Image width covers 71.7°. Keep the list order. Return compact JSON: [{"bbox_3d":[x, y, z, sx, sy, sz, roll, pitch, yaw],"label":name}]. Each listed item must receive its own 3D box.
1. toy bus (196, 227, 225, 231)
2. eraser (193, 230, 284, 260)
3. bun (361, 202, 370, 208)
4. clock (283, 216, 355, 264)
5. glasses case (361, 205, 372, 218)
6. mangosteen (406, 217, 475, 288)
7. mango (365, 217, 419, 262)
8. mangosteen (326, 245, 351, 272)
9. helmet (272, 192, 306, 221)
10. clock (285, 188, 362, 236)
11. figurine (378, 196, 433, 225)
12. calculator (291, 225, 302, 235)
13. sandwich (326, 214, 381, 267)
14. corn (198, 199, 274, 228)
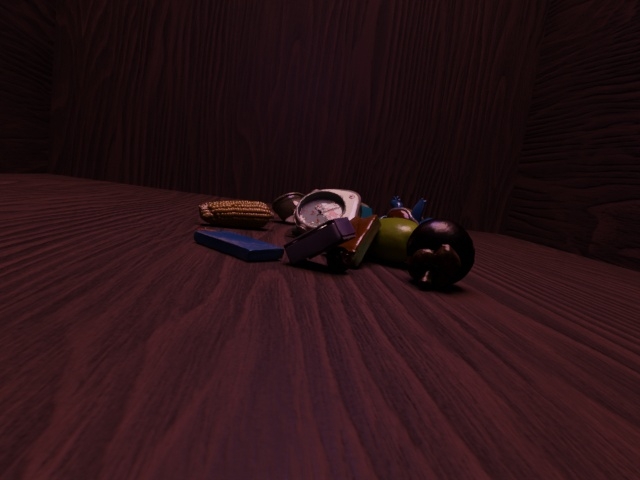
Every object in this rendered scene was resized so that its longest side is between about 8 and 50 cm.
[{"bbox_3d":[-0.402,-0.024,1.635,0.110,0.031,0.043,7,15,-11],"label":"toy bus"},{"bbox_3d":[-0.273,0.014,1.450,0.311,0.043,0.144,15,11,41],"label":"eraser"},{"bbox_3d":[0.183,-0.106,2.399,0.212,0.127,0.203,-31,-29,17],"label":"bun"},{"bbox_3d":[0.001,0.000,1.370,0.193,0.073,0.144,-27,-5,22],"label":"clock"},{"bbox_3d":[0.192,-0.076,2.109,0.117,0.070,0.301,15,28,-5],"label":"glasses case"},{"bbox_3d":[0.349,0.052,1.333,0.211,0.212,0.250,12,39,29],"label":"mangosteen"},{"bbox_3d":[0.242,-0.007,1.678,0.192,0.156,0.342,-26,23,-37],"label":"mango"},{"bbox_3d":[0.053,0.058,1.345,0.080,0.081,0.081,8,8,-1],"label":"mangosteen"},{"bbox_3d":[-0.144,-0.158,2.484,0.204,0.137,0.257,-31,-20,25],"label":"helmet"},{"bbox_3d":[0.015,-0.110,1.970,0.323,0.265,0.109,7,-37,15],"label":"clock"},{"bbox_3d":[0.471,-0.101,2.427,0.415,0.298,0.243,8,39,21],"label":"figurine"},{"bbox_3d":[-0.039,-0.045,2.110,0.141,0.045,0.246,11,9,22],"label":"calculator"},{"bbox_3d":[0.131,-0.015,1.551,0.212,0.063,0.245,-38,23,-13],"label":"sandwich"},{"bbox_3d":[-0.373,-0.119,2.008,0.346,0.131,0.130,0,11,-28],"label":"corn"}]
